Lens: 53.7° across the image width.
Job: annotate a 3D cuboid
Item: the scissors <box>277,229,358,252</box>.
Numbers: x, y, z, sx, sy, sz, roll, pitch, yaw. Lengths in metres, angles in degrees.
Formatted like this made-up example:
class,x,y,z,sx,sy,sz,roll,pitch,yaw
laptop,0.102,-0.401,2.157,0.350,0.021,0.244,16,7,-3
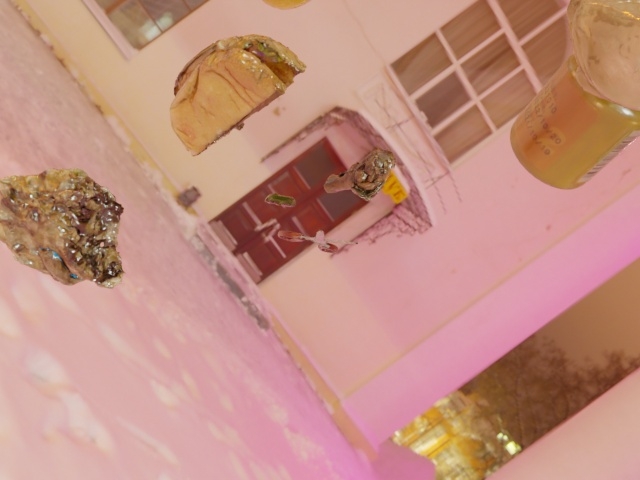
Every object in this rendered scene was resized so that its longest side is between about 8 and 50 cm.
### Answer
class,x,y,z,sx,sy,sz,roll,pitch,yaw
scissors,0.000,0.000,1.350,0.144,0.017,0.247,17,-7,-16

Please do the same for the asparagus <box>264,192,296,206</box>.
class,x,y,z,sx,sy,sz,roll,pitch,yaw
asparagus,-0.091,-0.089,1.390,0.021,0.025,0.108,33,15,29

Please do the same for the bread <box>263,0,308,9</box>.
class,x,y,z,sx,sy,sz,roll,pitch,yaw
bread,-0.075,-0.634,1.451,0.197,0.197,0.170,54,21,-11

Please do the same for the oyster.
class,x,y,z,sx,sy,sz,roll,pitch,yaw
oyster,-0.456,-0.019,1.102,0.083,0.222,0.214,-146,-125,-68

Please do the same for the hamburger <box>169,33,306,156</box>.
class,x,y,z,sx,sy,sz,roll,pitch,yaw
hamburger,-0.147,-0.233,0.974,0.131,0.262,0.124,49,45,-18

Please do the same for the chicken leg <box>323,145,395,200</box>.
class,x,y,z,sx,sy,sz,roll,pitch,yaw
chicken leg,0.091,-0.145,1.453,0.080,0.196,0.125,41,34,-26

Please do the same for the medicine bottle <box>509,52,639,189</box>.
class,x,y,z,sx,sy,sz,roll,pitch,yaw
medicine bottle,0.601,-0.302,1.354,0.224,0.224,0.384,54,-35,15

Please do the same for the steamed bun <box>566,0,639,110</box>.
class,x,y,z,sx,sy,sz,roll,pitch,yaw
steamed bun,0.532,-0.316,1.010,0.289,0.275,0.203,-98,175,-51
